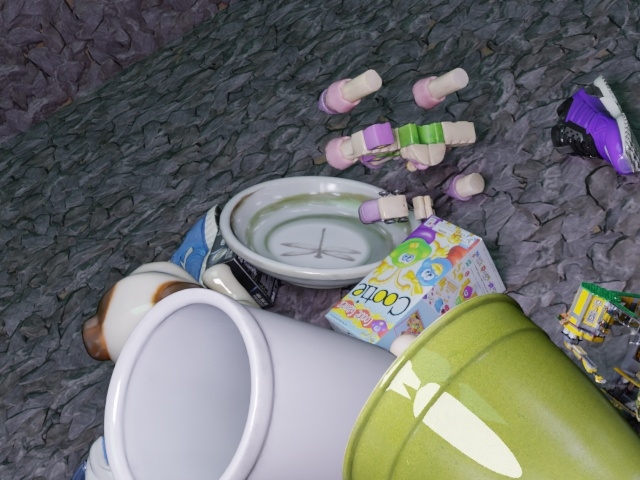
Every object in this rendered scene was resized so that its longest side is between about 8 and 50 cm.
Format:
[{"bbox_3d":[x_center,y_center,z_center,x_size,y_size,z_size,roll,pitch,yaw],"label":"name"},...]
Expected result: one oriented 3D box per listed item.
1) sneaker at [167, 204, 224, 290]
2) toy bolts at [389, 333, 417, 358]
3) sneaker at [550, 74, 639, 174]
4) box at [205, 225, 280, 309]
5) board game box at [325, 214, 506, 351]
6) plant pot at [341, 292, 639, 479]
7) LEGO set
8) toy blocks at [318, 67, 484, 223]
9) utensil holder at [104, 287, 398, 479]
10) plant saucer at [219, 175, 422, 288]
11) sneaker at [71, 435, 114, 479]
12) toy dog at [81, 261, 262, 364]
[{"bbox_3d":[-0.245,0.071,2.443,0.147,0.130,0.330,-35,29,21],"label":"sneaker"},{"bbox_3d":[0.228,0.226,1.839,0.228,0.158,0.218,-24,36,10],"label":"toy bolts"},{"bbox_3d":[0.521,-0.196,2.196,0.146,0.102,0.293,-26,30,16],"label":"sneaker"},{"bbox_3d":[-0.148,0.035,2.361,0.077,0.147,0.180,-19,37,28],"label":"box"},{"bbox_3d":[0.170,0.110,2.033,0.275,0.144,0.142,-43,39,-15],"label":"board game box"},{"bbox_3d":[0.279,0.319,1.536,0.366,0.366,0.353,-42,55,-14],"label":"plant pot"},{"bbox_3d":[0.471,0.211,1.577,0.331,0.254,0.192,35,112,43],"label":"LEGO set"},{"bbox_3d":[0.140,-0.172,2.317,0.288,0.309,0.260,-6,-7,-33],"label":"toy blocks"},{"bbox_3d":[-0.074,0.272,1.734,0.327,0.385,0.328,-18,64,40],"label":"utensil holder"},{"bbox_3d":[0.000,0.000,2.262,0.400,0.101,0.400,3,30,-2],"label":"plant saucer"},{"bbox_3d":[-0.383,0.442,1.962,0.322,0.130,0.236,-8,57,66],"label":"sneaker"},{"bbox_3d":[-0.238,0.215,1.987,0.284,0.408,0.395,-13,39,25],"label":"toy dog"}]
